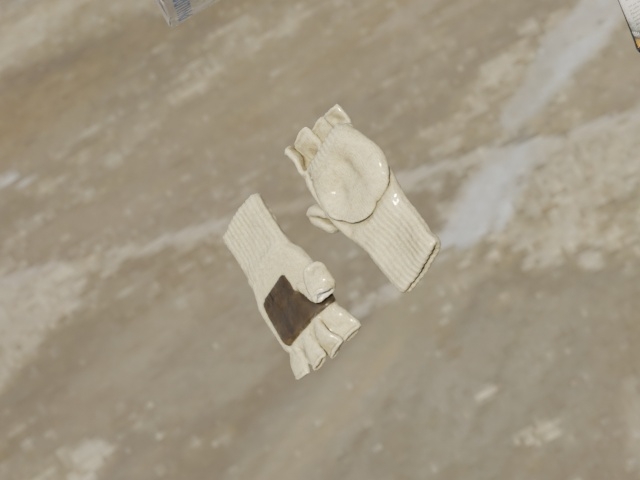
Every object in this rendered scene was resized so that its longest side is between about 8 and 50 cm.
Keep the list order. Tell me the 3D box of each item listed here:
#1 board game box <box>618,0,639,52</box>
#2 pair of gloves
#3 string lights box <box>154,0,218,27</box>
[{"bbox_3d":[0.296,-0.243,1.106,0.243,0.042,0.165,-31,55,25],"label":"board game box"},{"bbox_3d":[0.000,0.000,1.672,0.042,0.204,0.240,-6,-33,-47],"label":"pair of gloves"},{"bbox_3d":[-0.178,-0.333,1.533,0.077,0.259,0.133,-32,-4,-4],"label":"string lights box"}]
